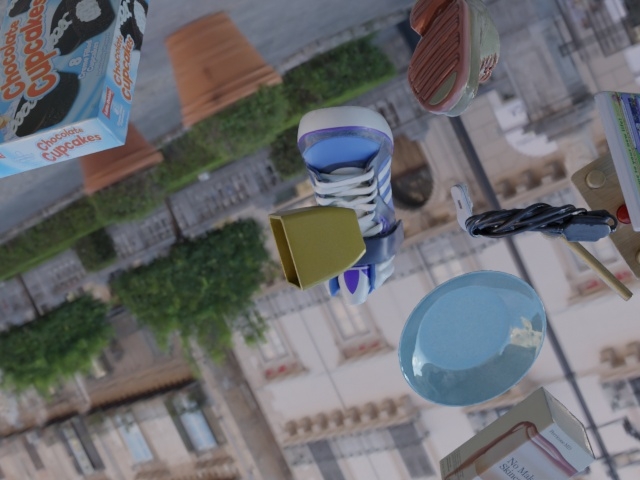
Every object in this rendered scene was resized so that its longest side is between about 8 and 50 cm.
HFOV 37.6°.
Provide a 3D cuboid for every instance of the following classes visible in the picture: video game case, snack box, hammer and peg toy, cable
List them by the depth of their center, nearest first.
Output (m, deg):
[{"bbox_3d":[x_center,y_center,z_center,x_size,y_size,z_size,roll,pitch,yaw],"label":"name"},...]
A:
[{"bbox_3d":[0.252,-0.025,1.135,0.184,0.047,0.150,-1,-175,-25],"label":"cable"},{"bbox_3d":[-0.310,-0.235,1.147,0.187,0.322,0.060,-12,145,20],"label":"snack box"},{"bbox_3d":[0.503,-0.120,1.411,0.193,0.212,0.023,-4,166,-38],"label":"video game case"},{"bbox_3d":[0.629,-0.056,1.874,0.361,0.266,0.127,-34,173,8],"label":"hammer and peg toy"}]

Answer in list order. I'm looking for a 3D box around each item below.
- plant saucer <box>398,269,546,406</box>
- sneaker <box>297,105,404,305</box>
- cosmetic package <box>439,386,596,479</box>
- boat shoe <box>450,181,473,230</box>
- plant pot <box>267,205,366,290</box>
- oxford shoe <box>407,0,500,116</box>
[{"bbox_3d":[0.185,0.117,1.175,0.195,0.195,0.037,-25,-152,-1],"label":"plant saucer"},{"bbox_3d":[0.050,-0.032,1.341,0.130,0.236,0.323,-6,164,7],"label":"sneaker"},{"bbox_3d":[0.414,0.470,2.005,0.296,0.153,0.129,-43,-161,19],"label":"cosmetic package"},{"bbox_3d":[0.286,-0.068,1.849,0.035,0.100,0.035,-32,-160,-34],"label":"boat shoe"},{"bbox_3d":[0.000,0.000,0.999,0.083,0.081,0.081,-18,-173,-11],"label":"plant pot"},{"bbox_3d":[0.235,-0.308,1.512,0.140,0.146,0.397,-45,-158,35],"label":"oxford shoe"}]
